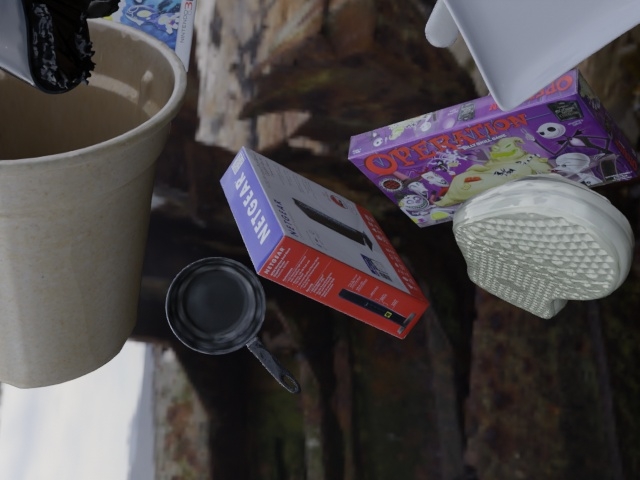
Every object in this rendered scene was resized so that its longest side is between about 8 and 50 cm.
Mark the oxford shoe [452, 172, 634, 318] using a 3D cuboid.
[{"bbox_3d":[0.231,-0.014,1.101,0.130,0.169,0.449,-60,-10,-5],"label":"oxford shoe"}]

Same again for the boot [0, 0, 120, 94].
[{"bbox_3d":[-0.208,-0.234,0.691,0.094,0.207,0.246,-7,-66,-62],"label":"boot"}]

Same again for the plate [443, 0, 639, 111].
[{"bbox_3d":[0.257,-0.335,1.232,0.278,0.277,0.045,56,180,-24],"label":"plate"}]

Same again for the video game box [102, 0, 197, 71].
[{"bbox_3d":[-0.283,-0.351,1.572,0.048,0.205,0.187,-109,27,-61],"label":"video game box"}]

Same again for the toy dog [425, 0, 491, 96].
[{"bbox_3d":[0.242,-0.320,1.598,0.161,0.220,0.333,-32,88,37],"label":"toy dog"}]

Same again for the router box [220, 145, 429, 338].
[{"bbox_3d":[0.000,0.000,1.847,0.082,0.301,0.335,-55,30,17],"label":"router box"}]

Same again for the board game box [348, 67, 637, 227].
[{"bbox_3d":[0.238,-0.118,1.499,0.208,0.347,0.056,43,-134,-39],"label":"board game box"}]

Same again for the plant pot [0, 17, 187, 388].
[{"bbox_3d":[-0.303,-0.031,1.103,0.334,0.334,0.305,-95,8,-55],"label":"plant pot"}]

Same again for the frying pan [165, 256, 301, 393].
[{"bbox_3d":[-0.149,0.154,2.137,0.197,0.326,0.053,-64,11,7],"label":"frying pan"}]
